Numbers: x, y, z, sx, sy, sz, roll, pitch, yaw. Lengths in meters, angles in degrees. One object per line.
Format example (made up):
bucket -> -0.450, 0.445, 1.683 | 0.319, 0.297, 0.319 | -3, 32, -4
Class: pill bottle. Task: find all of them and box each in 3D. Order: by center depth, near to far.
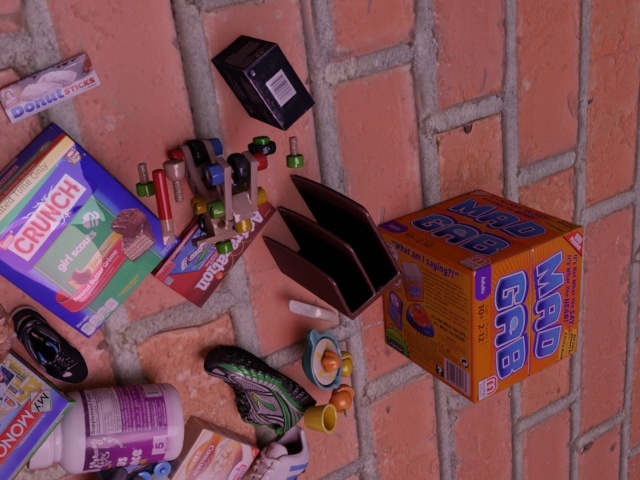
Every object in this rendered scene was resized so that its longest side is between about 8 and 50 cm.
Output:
pill bottle -> -0.449, 0.390, 1.607 | 0.302, 0.169, 0.169 | -1, 108, -26

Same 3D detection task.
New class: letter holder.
letter holder -> 0.000, 0.000, 1.685 | 0.152, 0.302, 0.214 | -40, 125, -15

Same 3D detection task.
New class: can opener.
can opener -> -0.460, 0.569, 1.639 | 0.076, 0.283, 0.095 | 31, 46, -14

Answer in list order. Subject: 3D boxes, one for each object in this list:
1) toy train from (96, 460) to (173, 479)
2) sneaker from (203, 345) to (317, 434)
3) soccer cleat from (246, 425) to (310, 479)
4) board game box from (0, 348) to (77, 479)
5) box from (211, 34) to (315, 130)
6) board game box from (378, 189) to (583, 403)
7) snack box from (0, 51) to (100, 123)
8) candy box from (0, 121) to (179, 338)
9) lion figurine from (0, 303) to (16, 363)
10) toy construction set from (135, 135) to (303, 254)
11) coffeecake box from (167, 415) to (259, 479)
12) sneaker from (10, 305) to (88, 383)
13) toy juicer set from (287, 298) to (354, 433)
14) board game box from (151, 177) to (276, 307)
toy train -> -0.416, 0.498, 1.737 | 0.184, 0.080, 0.105 | -21, 112, -26
sneaker -> -0.152, 0.364, 1.828 | 0.146, 0.134, 0.343 | -53, 128, -5
soccer cleat -> -0.137, 0.575, 1.883 | 0.331, 0.116, 0.143 | -42, 139, -49
board game box -> -0.648, 0.367, 1.466 | 0.213, 0.046, 0.317 | 37, 83, 7
box -> -0.117, -0.321, 1.573 | 0.093, 0.158, 0.156 | -44, 126, -12
board game box -> 0.400, 0.123, 1.968 | 0.356, 0.356, 0.356 | -19, 118, -27
snack box -> -0.496, -0.280, 1.418 | 0.178, 0.022, 0.064 | -31, 124, -21
candy box -> -0.474, -0.015, 1.472 | 0.268, 0.122, 0.317 | -49, 126, -9
lion figurine -> -0.689, 0.251, 1.354 | 0.142, 0.240, 0.392 | 39, 85, -37
toy construction set -> -0.213, -0.061, 1.517 | 0.309, 0.257, 0.237 | -30, 121, -51
coffeecake box -> -0.262, 0.520, 1.854 | 0.185, 0.068, 0.142 | 34, 87, -39
sneaker -> -0.526, 0.232, 1.531 | 0.079, 0.121, 0.217 | -42, 125, -13
toy juicer set -> 0.028, 0.282, 1.881 | 0.209, 0.090, 0.329 | -13, 95, -57
board game box -> -0.230, 0.000, 1.704 | 0.281, 0.027, 0.145 | -53, 128, -6
